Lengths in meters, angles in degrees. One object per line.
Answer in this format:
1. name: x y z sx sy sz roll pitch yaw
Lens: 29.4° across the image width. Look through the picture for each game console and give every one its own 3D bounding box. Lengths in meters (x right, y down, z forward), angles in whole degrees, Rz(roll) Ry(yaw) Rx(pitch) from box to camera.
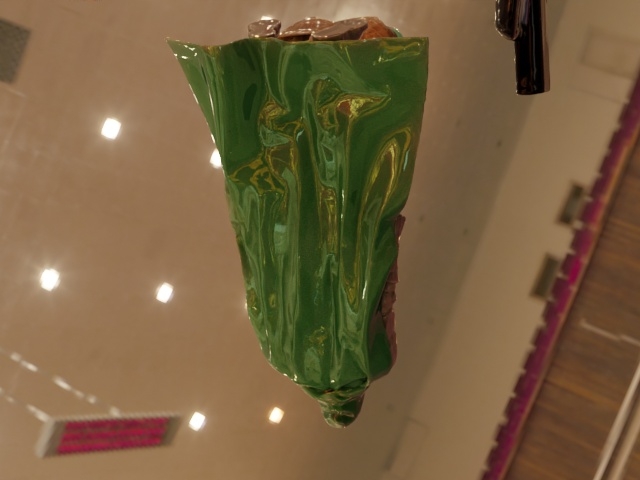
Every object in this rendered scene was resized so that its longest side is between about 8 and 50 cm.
1. game console: 0.253 -0.284 1.511 0.361 0.044 0.213 -30 -63 -73

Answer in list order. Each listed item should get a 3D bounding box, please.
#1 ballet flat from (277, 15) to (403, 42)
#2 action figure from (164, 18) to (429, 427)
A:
1. ballet flat: -0.021 -0.164 1.230 0.124 0.342 0.116 -12 -79 -15
2. action figure: 0.000 0.000 0.652 0.063 0.137 0.232 -47 -43 -55
